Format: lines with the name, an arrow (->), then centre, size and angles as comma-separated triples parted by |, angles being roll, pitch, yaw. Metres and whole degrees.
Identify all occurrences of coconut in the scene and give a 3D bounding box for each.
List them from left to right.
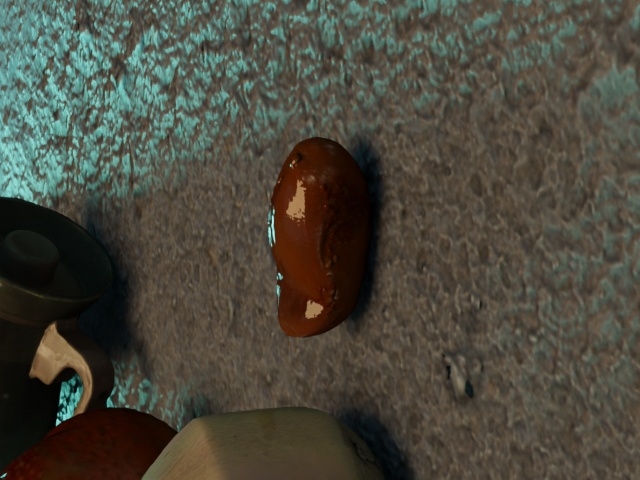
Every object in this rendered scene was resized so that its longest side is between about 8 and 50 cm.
coconut -> -0.063, 0.253, 1.520 | 0.224, 0.234, 0.224 | 29, 124, 54

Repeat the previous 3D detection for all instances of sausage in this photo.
sausage -> 0.000, 0.000, 1.525 | 0.089, 0.089, 0.179 | 42, 134, 52

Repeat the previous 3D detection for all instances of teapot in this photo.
teapot -> -0.379, 0.155, 2.060 | 0.300, 0.253, 0.344 | 40, 119, 26

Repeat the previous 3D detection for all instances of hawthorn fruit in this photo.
hawthorn fruit -> -0.219, 0.332, 1.802 | 0.299, 0.275, 0.275 | 65, 146, 28
